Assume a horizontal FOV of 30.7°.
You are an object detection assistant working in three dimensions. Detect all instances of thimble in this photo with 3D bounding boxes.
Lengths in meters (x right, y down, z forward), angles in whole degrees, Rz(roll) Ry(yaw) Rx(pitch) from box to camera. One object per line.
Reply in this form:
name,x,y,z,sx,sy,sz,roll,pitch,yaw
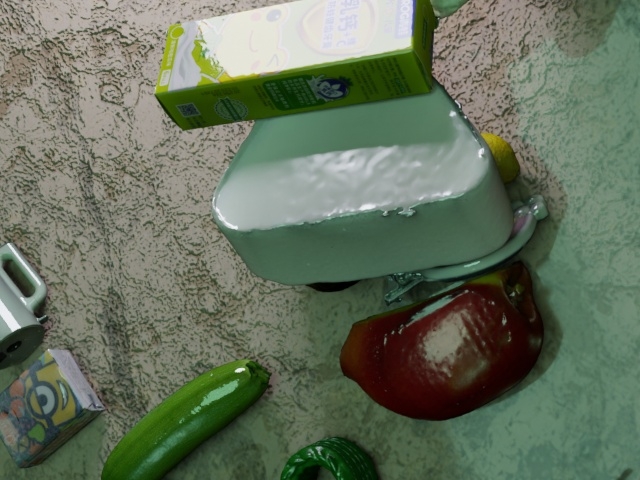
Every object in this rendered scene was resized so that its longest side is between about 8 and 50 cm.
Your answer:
thimble,0.013,0.320,1.476,0.118,0.090,0.130,-44,72,17

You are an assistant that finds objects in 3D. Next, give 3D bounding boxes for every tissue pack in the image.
tissue pack,-0.392,0.239,1.659,0.148,0.060,0.108,-41,73,17

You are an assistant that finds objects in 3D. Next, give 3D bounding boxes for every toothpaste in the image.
toothpaste,-0.031,-0.211,1.348,0.327,0.077,0.110,-6,55,20

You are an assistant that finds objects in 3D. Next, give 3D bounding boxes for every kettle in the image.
kettle,-0.469,0.093,1.680,0.127,0.098,0.148,-47,69,19

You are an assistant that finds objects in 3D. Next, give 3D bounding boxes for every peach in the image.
peach,0.134,0.138,1.402,0.267,0.154,0.158,-20,81,19

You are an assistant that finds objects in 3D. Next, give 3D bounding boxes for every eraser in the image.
eraser,0.055,-0.115,1.390,0.331,0.150,0.331,-11,57,17

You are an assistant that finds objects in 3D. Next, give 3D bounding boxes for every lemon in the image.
lemon,0.203,-0.100,1.434,0.092,0.065,0.065,31,99,14

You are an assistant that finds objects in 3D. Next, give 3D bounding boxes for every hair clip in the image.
hair clip,0.170,0.016,1.415,0.220,0.140,0.054,-19,111,21

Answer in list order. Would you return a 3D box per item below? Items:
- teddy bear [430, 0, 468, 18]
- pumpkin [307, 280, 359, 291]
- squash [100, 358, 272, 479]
teddy bear,0.170,-0.514,1.350,0.375,0.327,0.362,-43,93,-23
pumpkin,0.000,0.000,1.488,0.119,0.107,0.183,-47,56,-7
squash,-0.190,0.249,1.565,0.292,0.082,0.082,-40,74,14
